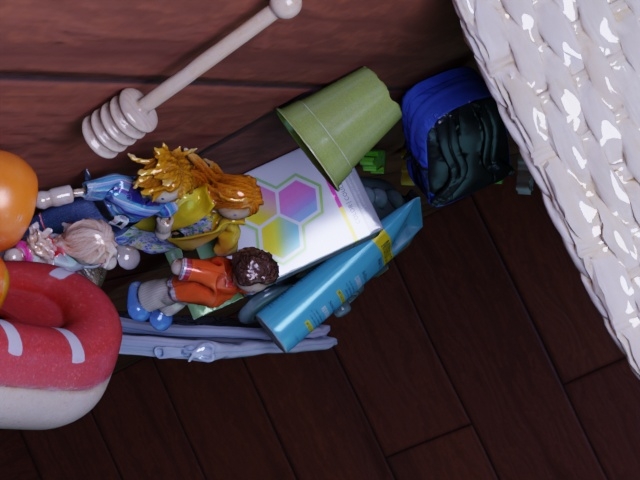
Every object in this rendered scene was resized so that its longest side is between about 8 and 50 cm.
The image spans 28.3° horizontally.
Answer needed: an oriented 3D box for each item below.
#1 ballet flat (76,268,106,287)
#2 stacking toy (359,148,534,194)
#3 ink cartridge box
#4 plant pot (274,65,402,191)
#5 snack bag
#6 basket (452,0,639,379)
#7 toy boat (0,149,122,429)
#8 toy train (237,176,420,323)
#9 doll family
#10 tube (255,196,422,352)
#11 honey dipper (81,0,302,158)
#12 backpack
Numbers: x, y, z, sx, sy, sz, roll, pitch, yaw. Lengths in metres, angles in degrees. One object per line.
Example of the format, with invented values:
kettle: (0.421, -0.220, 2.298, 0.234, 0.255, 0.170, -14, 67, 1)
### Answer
ballet flat: (-0.281, 0.065, 1.223, 0.206, 0.073, 0.067, -24, -169, 27)
stacking toy: (0.158, -0.082, 1.525, 0.167, 0.052, 0.221, 4, -175, 19)
ink cartridge box: (-0.054, -0.014, 1.264, 0.209, 0.109, 0.062, -25, 175, -4)
plant pot: (0.020, -0.095, 1.006, 0.079, 0.083, 0.083, -37, 176, -2)
snack bag: (-0.189, 0.104, 1.466, 0.323, 0.037, 0.342, 3, 179, 23)
basket: (0.303, -0.095, 0.899, 0.328, 0.331, 0.266, -26, 173, 15)
toy boat: (-0.204, 0.020, 0.736, 0.151, 0.151, 0.231, 20, 180, 24)
toy train: (0.000, 0.000, 1.459, 0.190, 0.142, 0.334, -36, 164, 21)
doll family: (-0.139, -0.016, 0.959, 0.163, 0.118, 0.263, -21, 161, 35)
tube: (0.027, 0.033, 1.325, 0.207, 0.052, 0.080, -39, 164, -10)
honey dipper: (-0.073, -0.097, 0.729, 0.160, 0.030, 0.030, -29, 174, 28)
backpack: (0.121, -0.108, 1.218, 0.098, 0.101, 0.120, -28, 144, -12)
